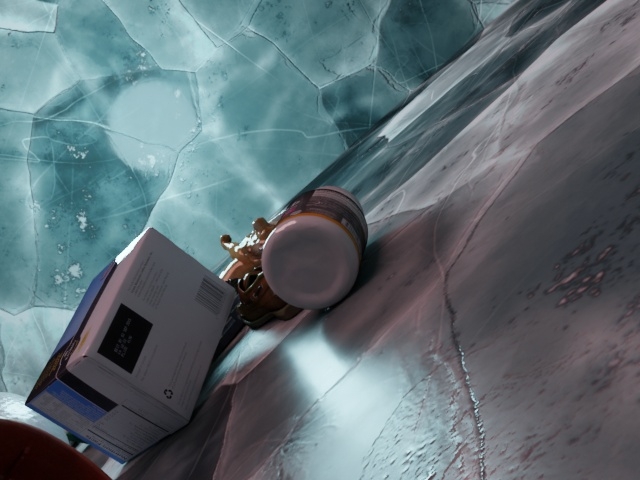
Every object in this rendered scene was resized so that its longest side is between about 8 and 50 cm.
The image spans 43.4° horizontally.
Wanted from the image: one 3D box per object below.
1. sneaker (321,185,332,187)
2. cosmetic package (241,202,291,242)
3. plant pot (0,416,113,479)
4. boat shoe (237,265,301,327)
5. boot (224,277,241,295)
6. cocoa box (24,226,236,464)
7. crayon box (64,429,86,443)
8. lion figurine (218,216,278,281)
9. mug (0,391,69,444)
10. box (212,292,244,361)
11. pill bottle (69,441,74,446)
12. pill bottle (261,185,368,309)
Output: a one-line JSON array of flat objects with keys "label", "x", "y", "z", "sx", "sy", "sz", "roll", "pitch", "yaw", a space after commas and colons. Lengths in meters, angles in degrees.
[{"label": "sneaker", "x": -0.026, "y": -0.082, "z": 2.338, "sx": 0.192, "sy": 0.064, "sz": 0.086, "roll": -35, "pitch": 18, "yaw": 43}, {"label": "cosmetic package", "x": -0.117, "y": -0.019, "z": 2.292, "sx": 0.239, "sy": 0.099, "sz": 0.060, "roll": -33, "pitch": 10, "yaw": 46}, {"label": "plant pot", "x": -0.359, "y": 0.378, "z": 0.854, "sx": 0.265, "sy": 0.272, "sz": 0.272, "roll": -50, "pitch": 8, "yaw": 0}, {"label": "boat shoe", "x": -0.108, "y": 0.097, "z": 1.605, "sx": 0.111, "sy": 0.104, "sz": 0.307, "roll": -46, "pitch": 9, "yaw": -26}, {"label": "boot", "x": -0.269, "y": 0.188, "z": 2.019, "sx": 0.190, "sy": 0.076, "sz": 0.208, "roll": -10, "pitch": -35, "yaw": -32}, {"label": "cocoa box", "x": -0.352, "y": 0.198, "z": 1.533, "sx": 0.228, "sy": 0.231, "sz": 0.347, "roll": -37, "pitch": 24, "yaw": 34}, {"label": "crayon box", "x": -0.534, "y": 0.359, "z": 1.940, "sx": 0.318, "sy": 0.081, "sz": 0.202, "roll": -39, "pitch": 39, "yaw": 53}, {"label": "lion figurine", "x": -0.236, "y": 0.105, "z": 2.142, "sx": 0.392, "sy": 0.142, "sz": 0.240, "roll": -57, "pitch": 34, "yaw": -5}, {"label": "mug", "x": -0.689, "y": 0.432, "z": 1.652, "sx": 0.276, "sy": 0.374, "sz": 0.328, "roll": -51, "pitch": 18, "yaw": -22}, {"label": "box", "x": -0.266, "y": 0.235, "z": 1.790, "sx": 0.183, "sy": 0.059, "sz": 0.232, "roll": -33, "pitch": 13, "yaw": 46}, {"label": "pill bottle", "x": -0.745, "y": 0.512, "z": 2.197, "sx": 0.169, "sy": 0.169, "sz": 0.301, "roll": -37, "pitch": 9, "yaw": 32}, {"label": "pill bottle", "x": 0.000, "y": 0.000, "z": 1.410, "sx": 0.162, "sy": 0.162, "sz": 0.278, "roll": -39, "pitch": 9, "yaw": 17}]
